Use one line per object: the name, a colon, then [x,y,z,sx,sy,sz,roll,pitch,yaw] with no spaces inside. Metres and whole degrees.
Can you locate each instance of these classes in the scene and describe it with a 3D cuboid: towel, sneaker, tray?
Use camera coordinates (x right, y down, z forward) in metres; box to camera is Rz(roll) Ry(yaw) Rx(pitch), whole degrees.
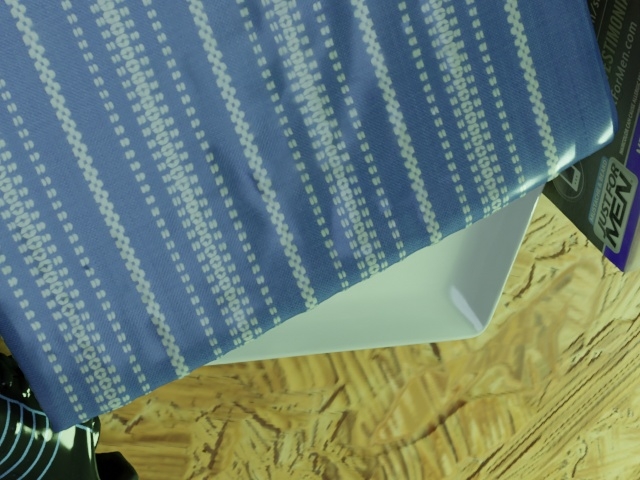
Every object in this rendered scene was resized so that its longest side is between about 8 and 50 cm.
towel: [-0.023,-0.078,0.693,0.336,0.040,0.243,-27,121,-10]
sneaker: [-0.169,0.085,0.739,0.090,0.081,0.232,-38,140,-13]
tray: [0.000,0.000,0.811,0.270,0.030,0.145,-3,125,-31]

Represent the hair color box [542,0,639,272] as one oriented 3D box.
hair color box: [0.302,-0.114,0.865,0.339,0.110,0.185,-13,131,-23]
